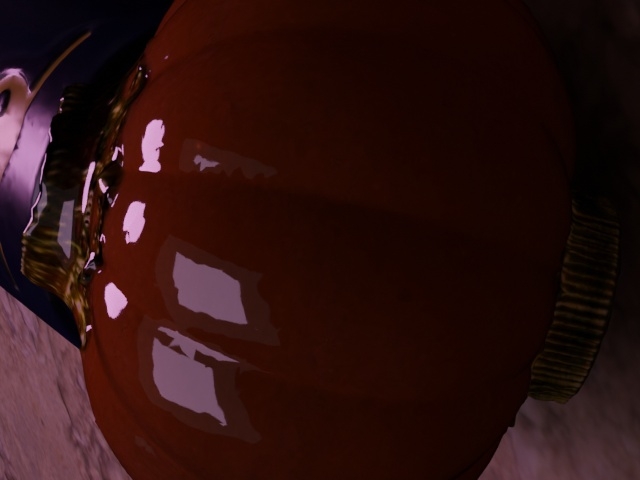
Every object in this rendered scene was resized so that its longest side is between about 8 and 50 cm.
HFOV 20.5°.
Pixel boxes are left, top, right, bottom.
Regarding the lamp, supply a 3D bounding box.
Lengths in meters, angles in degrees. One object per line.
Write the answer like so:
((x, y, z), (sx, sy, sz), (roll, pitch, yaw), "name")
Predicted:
((0.000, 0.000, 0.609), (0.223, 0.196, 0.223), (-168, 90, -85), "lamp")

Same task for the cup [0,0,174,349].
((-0.110, -0.087, 0.799), (0.256, 0.178, 0.255), (29, 135, 52), "cup")
